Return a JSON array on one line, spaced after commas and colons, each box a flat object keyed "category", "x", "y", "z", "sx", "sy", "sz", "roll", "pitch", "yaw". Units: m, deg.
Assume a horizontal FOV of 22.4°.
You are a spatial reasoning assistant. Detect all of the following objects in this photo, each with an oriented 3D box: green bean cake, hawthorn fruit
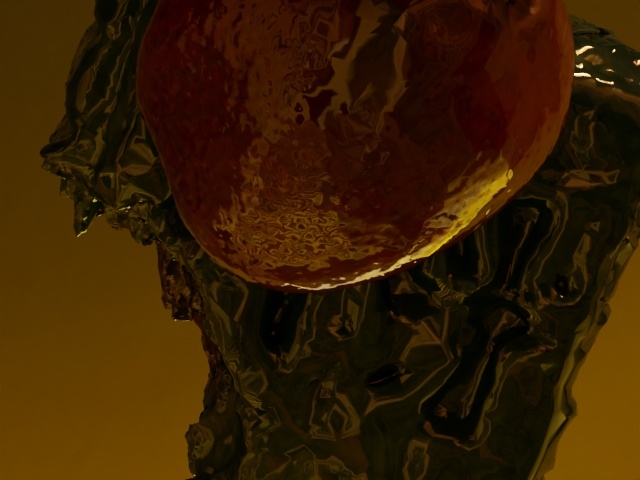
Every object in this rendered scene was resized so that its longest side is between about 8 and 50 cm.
[{"category": "green bean cake", "x": 0.000, "y": 0.000, "z": 0.847, "sx": 0.169, "sy": 0.300, "sz": 0.307, "roll": -109, "pitch": 36, "yaw": -75}, {"category": "hawthorn fruit", "x": 0.023, "y": -0.066, "z": 0.632, "sx": 0.169, "sy": 0.188, "sz": 0.169, "roll": 19, "pitch": -116, "yaw": -43}]
